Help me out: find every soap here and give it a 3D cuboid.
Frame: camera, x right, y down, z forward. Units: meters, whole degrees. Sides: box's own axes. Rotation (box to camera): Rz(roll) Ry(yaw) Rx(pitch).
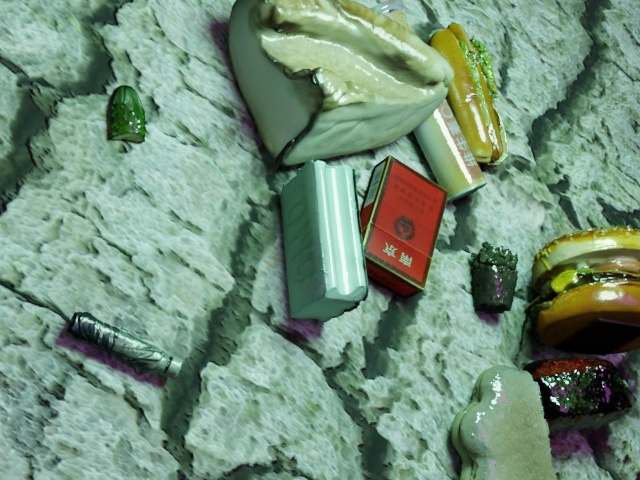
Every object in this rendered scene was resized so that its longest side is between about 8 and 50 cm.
[{"bbox_3d":[0.000,0.000,1.727,0.094,0.150,0.261,8,66,-34],"label":"soap"}]

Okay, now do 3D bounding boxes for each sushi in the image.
[{"bbox_3d":[0.500,0.308,1.926,0.225,0.136,0.126,7,58,-25],"label":"sushi"}]

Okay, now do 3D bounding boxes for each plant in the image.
[{"bbox_3d":[0.348,0.073,1.962,0.095,0.092,0.143,15,69,-18],"label":"plant"}]

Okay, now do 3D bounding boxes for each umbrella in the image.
[{"bbox_3d":[-0.306,0.166,1.530,0.188,0.050,0.046,27,37,-20],"label":"umbrella"}]

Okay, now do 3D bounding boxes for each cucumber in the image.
[{"bbox_3d":[-0.331,-0.224,1.684,0.067,0.035,0.107,4,66,-30],"label":"cucumber"}]

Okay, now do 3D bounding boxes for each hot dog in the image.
[{"bbox_3d":[0.321,-0.322,2.092,0.135,0.100,0.337,1,68,-49],"label":"hot dog"}]

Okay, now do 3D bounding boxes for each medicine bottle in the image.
[{"bbox_3d":[0.212,-0.286,2.018,0.108,0.108,0.426,-23,85,-37],"label":"medicine bottle"}]

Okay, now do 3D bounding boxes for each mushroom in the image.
[{"bbox_3d":[0.046,-0.331,1.869,0.397,0.224,0.313,-12,62,-35],"label":"mushroom"}]

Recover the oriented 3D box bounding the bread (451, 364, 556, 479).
[{"bbox_3d":[0.332,0.401,1.803,0.183,0.102,0.337,0,72,-28],"label":"bread"}]

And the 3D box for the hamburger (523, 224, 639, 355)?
[{"bbox_3d":[0.560,0.098,1.974,0.291,0.291,0.225,12,59,-28],"label":"hamburger"}]

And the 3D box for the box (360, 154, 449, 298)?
[{"bbox_3d":[0.150,-0.027,1.885,0.153,0.074,0.239,33,56,-22],"label":"box"}]
